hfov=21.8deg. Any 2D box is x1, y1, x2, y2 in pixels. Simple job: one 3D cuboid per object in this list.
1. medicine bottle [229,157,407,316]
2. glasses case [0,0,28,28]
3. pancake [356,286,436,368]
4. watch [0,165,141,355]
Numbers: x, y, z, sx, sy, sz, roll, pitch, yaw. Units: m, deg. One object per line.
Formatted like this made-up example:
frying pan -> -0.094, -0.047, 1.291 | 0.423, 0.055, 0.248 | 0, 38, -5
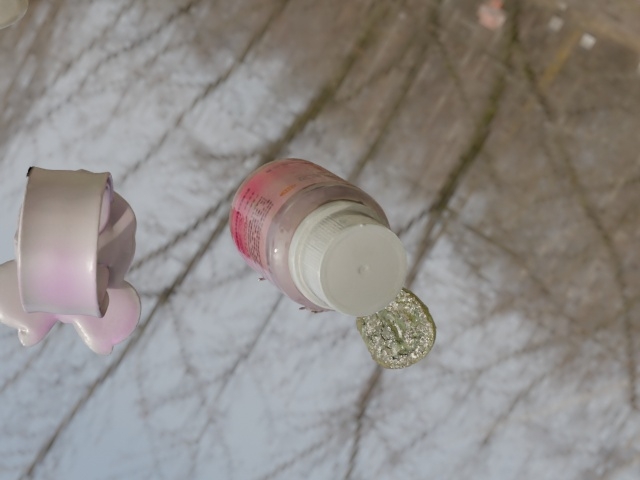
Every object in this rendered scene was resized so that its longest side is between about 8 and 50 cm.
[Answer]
medicine bottle -> 0.000, 0.000, 1.785 | 0.147, 0.147, 0.247 | 25, -176, -26
glasses case -> -0.439, -0.357, 2.094 | 0.196, 0.083, 0.050 | 63, 178, -36
pancake -> 0.087, 0.099, 1.940 | 0.108, 0.108, 0.017 | 34, -157, 22
watch -> -0.341, 0.026, 2.166 | 0.211, 0.248, 0.217 | 5, 180, 0
